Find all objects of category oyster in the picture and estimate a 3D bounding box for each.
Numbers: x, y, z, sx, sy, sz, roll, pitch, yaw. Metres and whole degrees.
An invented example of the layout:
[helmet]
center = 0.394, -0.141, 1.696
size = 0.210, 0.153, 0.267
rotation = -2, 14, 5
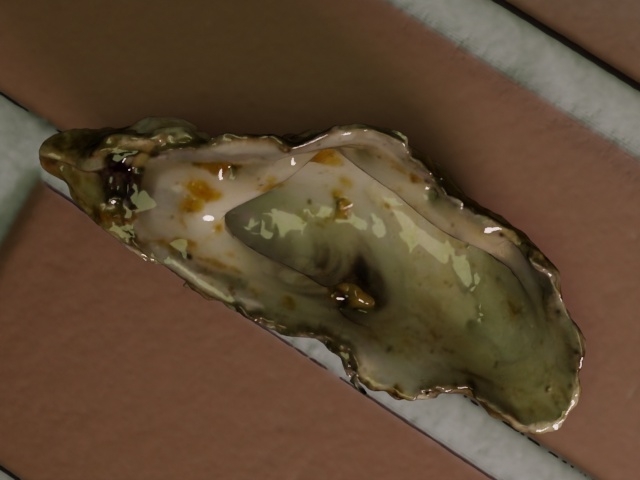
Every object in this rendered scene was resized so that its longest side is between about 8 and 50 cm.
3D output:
[oyster]
center = 0.000, 0.002, 0.970
size = 0.341, 0.110, 0.166
rotation = 12, 105, 8
